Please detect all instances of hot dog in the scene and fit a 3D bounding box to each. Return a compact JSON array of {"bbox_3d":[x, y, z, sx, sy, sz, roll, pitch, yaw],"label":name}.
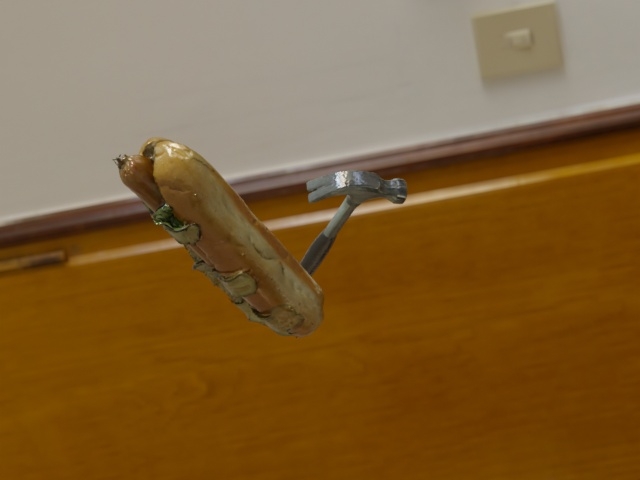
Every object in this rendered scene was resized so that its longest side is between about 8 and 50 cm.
[{"bbox_3d":[-0.090,0.001,1.244,0.269,0.072,0.109,47,165,-29],"label":"hot dog"}]

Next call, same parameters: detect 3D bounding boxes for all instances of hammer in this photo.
[{"bbox_3d":[0.000,0.000,1.517,0.246,0.103,0.029,126,145,-48],"label":"hammer"}]
